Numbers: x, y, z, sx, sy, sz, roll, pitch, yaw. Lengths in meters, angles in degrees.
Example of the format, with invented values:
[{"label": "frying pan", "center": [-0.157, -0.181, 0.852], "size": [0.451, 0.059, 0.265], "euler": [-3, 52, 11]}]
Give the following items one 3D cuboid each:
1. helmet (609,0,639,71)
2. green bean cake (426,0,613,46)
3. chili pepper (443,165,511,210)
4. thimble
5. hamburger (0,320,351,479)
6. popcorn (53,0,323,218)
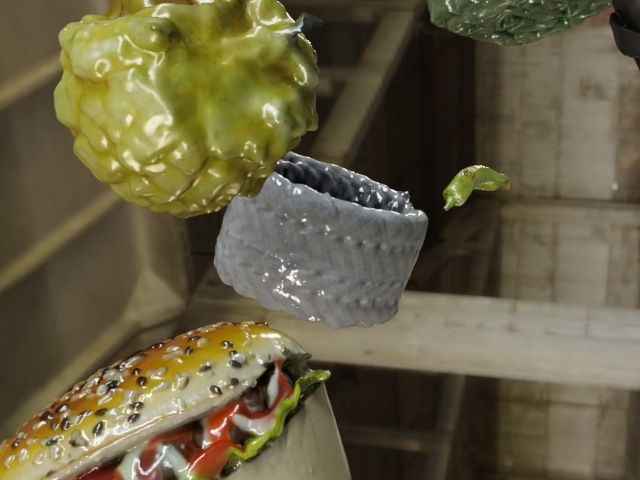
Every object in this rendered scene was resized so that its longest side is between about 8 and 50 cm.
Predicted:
[{"label": "helmet", "center": [0.287, -0.182, 0.753], "size": [0.279, 0.160, 0.231], "euler": [-112, -1, -55]}, {"label": "green bean cake", "center": [0.229, -0.285, 1.246], "size": [0.185, 0.183, 0.094], "euler": [2, -107, -47]}, {"label": "chili pepper", "center": [0.240, -0.090, 1.725], "size": [0.208, 0.049, 0.043], "euler": [-20, -21, -52]}, {"label": "thimble", "center": [0.000, 0.000, 1.360], "size": [0.217, 0.245, 0.157], "euler": [41, 116, 52]}, {"label": "hamburger", "center": [-0.117, 0.172, 0.851], "size": [0.176, 0.300, 0.300], "euler": [61, -167, 4]}, {"label": "popcorn", "center": [-0.110, -0.140, 1.025], "size": [0.249, 0.225, 0.249], "euler": [14, -112, -39]}]
